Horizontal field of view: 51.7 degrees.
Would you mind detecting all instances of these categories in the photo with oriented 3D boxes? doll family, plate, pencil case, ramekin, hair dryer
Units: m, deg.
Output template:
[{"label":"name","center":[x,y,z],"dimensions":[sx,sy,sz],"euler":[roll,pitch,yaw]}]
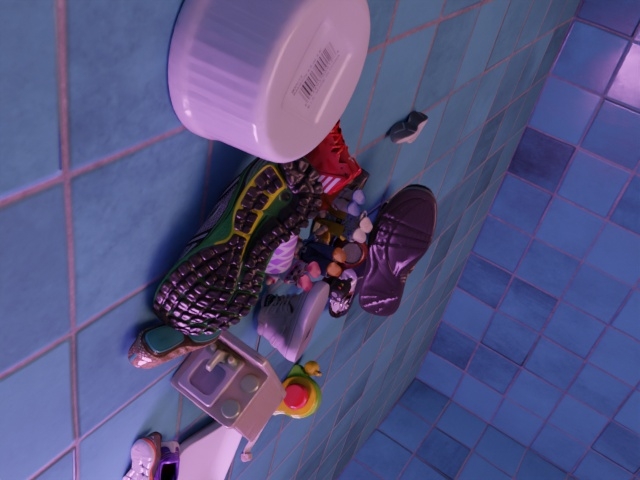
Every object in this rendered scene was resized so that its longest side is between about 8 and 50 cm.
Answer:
[{"label":"doll family","center":[0.000,0.000,1.295],"dimensions":[0.118,0.163,0.263],"euler":[40,80,-37]},{"label":"plate","center":[-0.277,0.510,1.485],"dimensions":[0.278,0.045,0.277],"euler":[-19,134,-61]},{"label":"pencil case","center":[-0.079,-0.032,1.157],"dimensions":[0.206,0.086,0.088],"euler":[102,-7,-45]},{"label":"ramekin","center":[-0.053,-0.236,0.859],"dimensions":[0.277,0.135,0.277],"euler":[-49,158,-28]},{"label":"hair dryer","center":[0.021,0.071,1.505],"dimensions":[0.223,0.080,0.293],"euler":[-42,-171,43]}]

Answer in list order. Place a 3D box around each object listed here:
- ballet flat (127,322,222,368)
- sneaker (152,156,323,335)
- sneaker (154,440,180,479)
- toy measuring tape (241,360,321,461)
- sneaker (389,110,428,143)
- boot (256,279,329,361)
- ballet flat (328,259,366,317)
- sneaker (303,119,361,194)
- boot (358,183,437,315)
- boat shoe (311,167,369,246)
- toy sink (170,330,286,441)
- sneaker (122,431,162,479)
[{"label":"ballet flat","center":[-0.241,0.161,1.087],"dimensions":[0.067,0.073,0.206],"euler":[-38,166,23]},{"label":"sneaker","center":[-0.128,0.005,1.017],"dimensions":[0.343,0.134,0.146],"euler":[-48,-156,9]},{"label":"sneaker","center":[-0.315,0.474,1.287],"dimensions":[0.068,0.071,0.170],"euler":[8,110,-29]},{"label":"toy measuring tape","center":[-0.088,0.479,1.795],"dimensions":[0.330,0.121,0.121],"euler":[-58,160,-4]},{"label":"sneaker","center":[0.209,-0.255,1.575],"dimensions":[0.152,0.054,0.061],"euler":[-39,154,-46]},{"label":"boot","center":[-0.069,0.146,1.346],"dimensions":[0.095,0.123,0.258],"euler":[-48,165,-41]},{"label":"ballet flat","center":[0.068,0.126,1.746],"dimensions":[0.074,0.074,0.203],"euler":[-30,147,-54]},{"label":"sneaker","center":[0.029,-0.180,1.139],"dimensions":[0.087,0.128,0.221],"euler":[-38,151,-46]},{"label":"boot","center":[0.198,-0.030,1.627],"dimensions":[0.284,0.138,0.377],"euler":[-69,172,-52]},{"label":"boat shoe","center":[0.043,-0.063,1.413],"dimensions":[0.080,0.073,0.223],"euler":[-35,149,-55]},{"label":"toy sink","center":[-0.175,0.269,1.242],"dimensions":[0.131,0.153,0.234],"euler":[-52,160,-19]},{"label":"sneaker","center":[-0.324,0.427,1.243],"dimensions":[0.065,0.061,0.158],"euler":[-35,150,-61]}]
